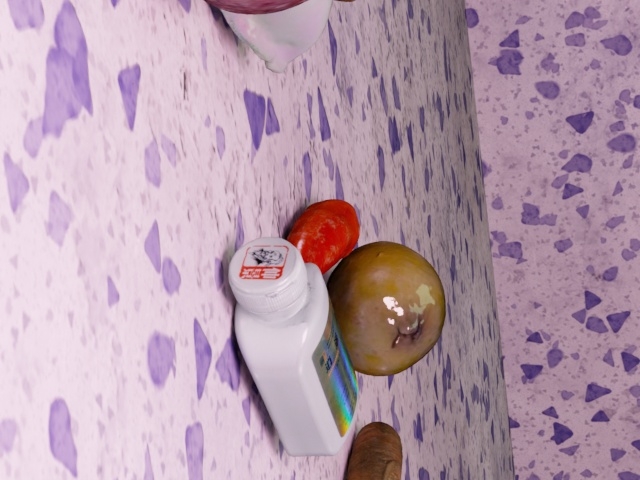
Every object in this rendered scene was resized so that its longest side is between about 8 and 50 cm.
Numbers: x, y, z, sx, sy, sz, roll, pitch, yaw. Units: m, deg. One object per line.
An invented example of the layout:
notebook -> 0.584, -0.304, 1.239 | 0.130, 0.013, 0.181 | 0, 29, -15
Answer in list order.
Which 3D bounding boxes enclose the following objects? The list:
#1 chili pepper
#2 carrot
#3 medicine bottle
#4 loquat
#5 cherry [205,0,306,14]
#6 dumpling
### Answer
chili pepper -> 0.000, 0.000, 1.424 | 0.272, 0.063, 0.071 | -49, 121, -69
carrot -> 0.049, 0.313, 1.508 | 0.342, 0.070, 0.070 | -67, 150, -62
medicine bottle -> -0.025, 0.092, 1.219 | 0.229, 0.083, 0.121 | 70, 22, -47
loquat -> 0.069, 0.076, 1.507 | 0.195, 0.152, 0.152 | -132, -146, -75
cherry -> -0.048, -0.287, 1.002 | 0.300, 0.203, 0.230 | 91, 0, -59
dumpling -> -0.059, -0.261, 1.208 | 0.105, 0.149, 0.216 | 12, -77, 63
